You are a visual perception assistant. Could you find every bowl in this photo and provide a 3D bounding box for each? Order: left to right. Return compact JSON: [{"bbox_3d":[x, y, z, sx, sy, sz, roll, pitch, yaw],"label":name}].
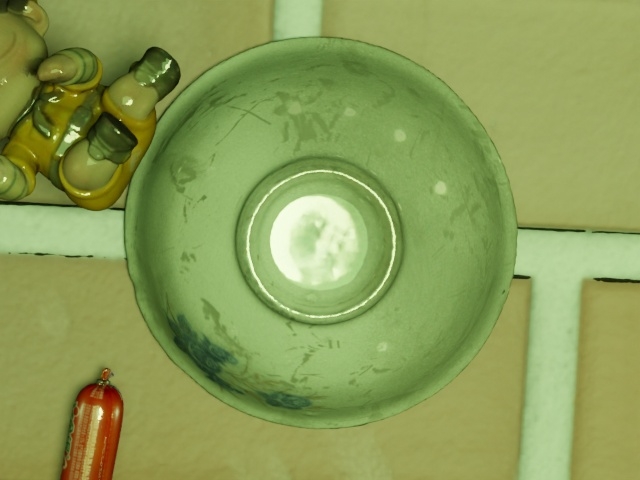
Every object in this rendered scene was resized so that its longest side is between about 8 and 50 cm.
[{"bbox_3d":[0.000,0.000,1.162,0.313,0.146,0.313,0,94,0],"label":"bowl"}]

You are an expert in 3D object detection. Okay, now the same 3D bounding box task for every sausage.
[{"bbox_3d":[-0.182,0.171,1.220,0.048,0.050,0.145,14,94,41],"label":"sausage"}]

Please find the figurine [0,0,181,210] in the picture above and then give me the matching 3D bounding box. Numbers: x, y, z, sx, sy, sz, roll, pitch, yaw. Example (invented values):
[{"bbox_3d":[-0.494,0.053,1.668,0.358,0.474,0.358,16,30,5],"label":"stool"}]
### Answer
[{"bbox_3d":[-0.246,-0.117,1.146,0.257,0.167,0.192,35,74,0],"label":"figurine"}]
